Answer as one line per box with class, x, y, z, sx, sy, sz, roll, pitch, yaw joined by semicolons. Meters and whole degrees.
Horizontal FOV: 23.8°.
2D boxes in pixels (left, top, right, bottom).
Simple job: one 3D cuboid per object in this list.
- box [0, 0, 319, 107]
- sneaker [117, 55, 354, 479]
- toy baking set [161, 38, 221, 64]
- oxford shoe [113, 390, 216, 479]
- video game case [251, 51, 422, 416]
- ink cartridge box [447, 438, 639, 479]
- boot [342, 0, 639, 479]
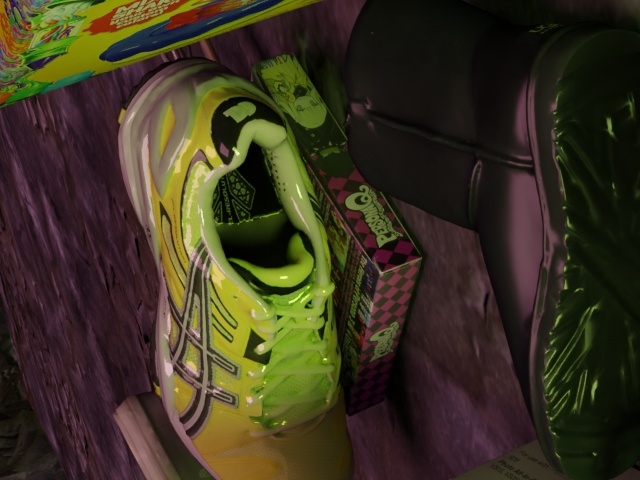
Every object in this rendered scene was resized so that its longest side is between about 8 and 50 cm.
box;-0.041;-0.209;0.704;0.177;0.290;0.279;69;163;0
sneaker;-0.053;0.059;1.135;0.147;0.145;0.385;29;140;61
toy baking set;-0.101;-0.099;1.290;0.197;0.030;0.256;-126;25;-50
oxford shoe;-0.122;0.235;1.704;0.169;0.130;0.449;57;174;14
video game case;0.000;0.000;1.209;0.210;0.041;0.232;59;160;27
ink cartridge box;0.079;0.270;0.897;0.121;0.289;0.211;22;131;62
boot;0.099;-0.014;0.829;0.207;0.094;0.246;26;128;59
